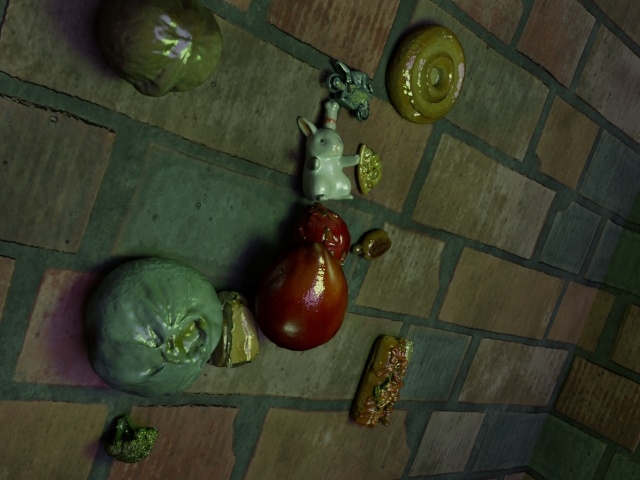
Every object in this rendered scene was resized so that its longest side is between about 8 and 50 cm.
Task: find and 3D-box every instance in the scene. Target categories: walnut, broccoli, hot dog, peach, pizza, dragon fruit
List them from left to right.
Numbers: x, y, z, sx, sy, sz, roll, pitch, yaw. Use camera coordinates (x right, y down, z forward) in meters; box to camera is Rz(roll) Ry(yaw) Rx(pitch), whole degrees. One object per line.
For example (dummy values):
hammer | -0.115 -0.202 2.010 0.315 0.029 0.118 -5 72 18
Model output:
broccoli | -0.485 0.509 1.656 0.131 0.130 0.120 -26 82 1
walnut | -0.328 -0.417 1.338 0.248 0.248 0.248 -16 117 -35
peach | -0.046 0.169 1.730 0.258 0.201 0.361 9 140 -8
dragon fruit | 0.000 0.000 1.818 0.172 0.172 0.209 -26 137 -30
pizza | 0.150 -0.216 1.951 0.099 0.036 0.160 -18 118 -35
hot dog | 0.162 0.017 2.044 0.140 0.060 0.089 -38 124 -32
hot dog | 0.223 0.494 2.242 0.158 0.117 0.348 16 97 -42

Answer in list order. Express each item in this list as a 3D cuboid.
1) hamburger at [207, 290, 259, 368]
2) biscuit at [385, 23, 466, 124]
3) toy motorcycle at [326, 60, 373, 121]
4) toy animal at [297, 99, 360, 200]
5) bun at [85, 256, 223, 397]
hamburger | -0.243 0.231 1.756 0.155 0.135 0.207 -11 100 -54
biscuit | 0.331 -0.497 1.954 0.296 0.102 0.296 -18 121 -34
toy motorcycle | 0.091 -0.426 1.802 0.193 0.061 0.124 37 73 -40
toy animal | 0.016 -0.235 1.761 0.141 0.138 0.282 -8 111 -33
bun | -0.385 0.214 1.551 0.362 0.211 0.361 -15 115 -37
